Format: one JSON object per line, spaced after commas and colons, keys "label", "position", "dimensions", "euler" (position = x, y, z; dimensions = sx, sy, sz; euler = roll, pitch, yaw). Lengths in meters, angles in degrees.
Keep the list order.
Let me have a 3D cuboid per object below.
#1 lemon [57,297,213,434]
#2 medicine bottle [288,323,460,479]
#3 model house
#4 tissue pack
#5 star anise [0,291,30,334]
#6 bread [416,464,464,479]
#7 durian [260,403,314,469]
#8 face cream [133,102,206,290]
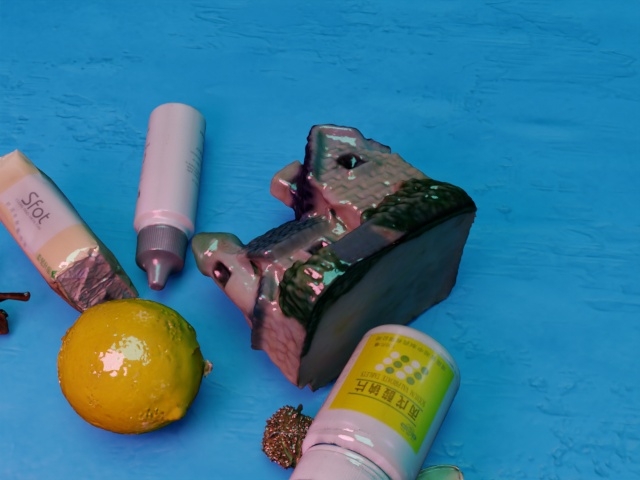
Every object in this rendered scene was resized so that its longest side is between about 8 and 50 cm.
{"label": "lemon", "position": [-0.245, 0.158, 1.288], "dimensions": [0.206, 0.173, 0.173], "euler": [13, 56, 21]}
{"label": "medicine bottle", "position": [0.063, 0.235, 1.219], "dimensions": [0.143, 0.143, 0.258], "euler": [21, 50, 16]}
{"label": "model house", "position": [0.000, 0.001, 1.352], "dimensions": [0.298, 0.243, 0.284], "euler": [-29, 54, -31]}
{"label": "tissue pack", "position": [-0.362, -0.003, 1.397], "dimensions": [0.090, 0.186, 0.222], "euler": [-39, 62, -8]}
{"label": "star anise", "position": [-0.542, 0.087, 1.379], "dimensions": [0.190, 0.126, 0.220], "euler": [32, 65, 26]}
{"label": "bread", "position": [0.138, 0.375, 1.180], "dimensions": [0.172, 0.064, 0.232], "euler": [19, 56, 28]}
{"label": "durian", "position": [-0.033, 0.247, 1.277], "dimensions": [0.080, 0.080, 0.091], "euler": [13, 54, 11]}
{"label": "face cream", "position": [-0.224, -0.062, 1.489], "dimensions": [0.092, 0.092, 0.311], "euler": [-1, 54, 1]}
